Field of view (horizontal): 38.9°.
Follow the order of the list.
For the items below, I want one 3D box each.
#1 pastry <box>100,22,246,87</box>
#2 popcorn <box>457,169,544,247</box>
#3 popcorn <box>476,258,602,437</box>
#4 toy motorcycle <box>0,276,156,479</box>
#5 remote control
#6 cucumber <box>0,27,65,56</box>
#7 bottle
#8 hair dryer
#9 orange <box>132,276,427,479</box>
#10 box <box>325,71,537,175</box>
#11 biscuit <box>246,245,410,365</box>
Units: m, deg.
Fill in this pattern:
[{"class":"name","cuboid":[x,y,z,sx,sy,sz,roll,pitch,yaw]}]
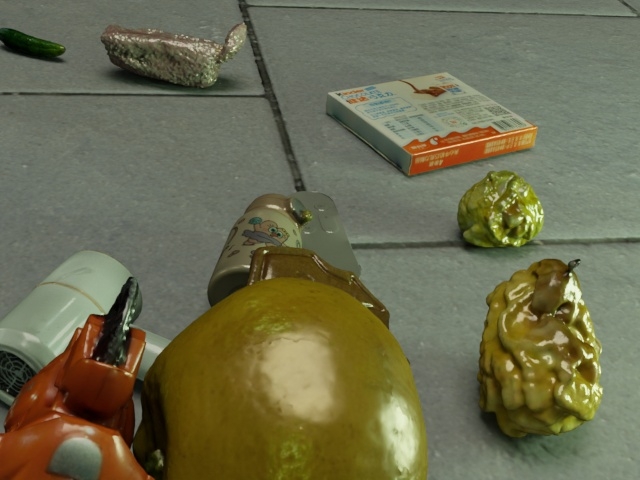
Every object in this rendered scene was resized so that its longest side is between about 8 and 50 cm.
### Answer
[{"class":"pastry","cuboid":[-0.267,-0.340,1.666,0.265,0.112,0.103,2,24,6]},{"class":"popcorn","cuboid":[0.257,-0.044,1.287,0.121,0.106,0.116,18,25,19]},{"class":"popcorn","cuboid":[0.240,0.124,1.002,0.140,0.163,0.194,-6,63,15]},{"class":"toy motorcycle","cuboid":[-0.206,0.184,0.695,0.148,0.325,0.221,21,47,-16]},{"class":"remote control","cuboid":[0.000,0.000,1.255,0.077,0.022,0.245,-3,33,-11]},{"class":"cucumber","cuboid":[-0.559,-0.375,1.730,0.168,0.039,0.039,18,35,14]},{"class":"bottle","cuboid":[-0.069,0.013,1.145,0.110,0.097,0.209,-27,25,24]},{"class":"hair dryer","cuboid":[-0.164,0.140,0.960,0.357,0.107,0.173,20,38,10]},{"class":"orange","cuboid":[-0.036,0.172,0.753,0.235,0.279,0.279,-3,34,-12]},{"class":"box","cuboid":[0.190,-0.213,1.589,0.273,0.048,0.265,-15,38,-27]},{"class":"biscuit","cuboid":[0.010,0.098,1.016,0.215,0.034,0.182,26,47,-15]}]
